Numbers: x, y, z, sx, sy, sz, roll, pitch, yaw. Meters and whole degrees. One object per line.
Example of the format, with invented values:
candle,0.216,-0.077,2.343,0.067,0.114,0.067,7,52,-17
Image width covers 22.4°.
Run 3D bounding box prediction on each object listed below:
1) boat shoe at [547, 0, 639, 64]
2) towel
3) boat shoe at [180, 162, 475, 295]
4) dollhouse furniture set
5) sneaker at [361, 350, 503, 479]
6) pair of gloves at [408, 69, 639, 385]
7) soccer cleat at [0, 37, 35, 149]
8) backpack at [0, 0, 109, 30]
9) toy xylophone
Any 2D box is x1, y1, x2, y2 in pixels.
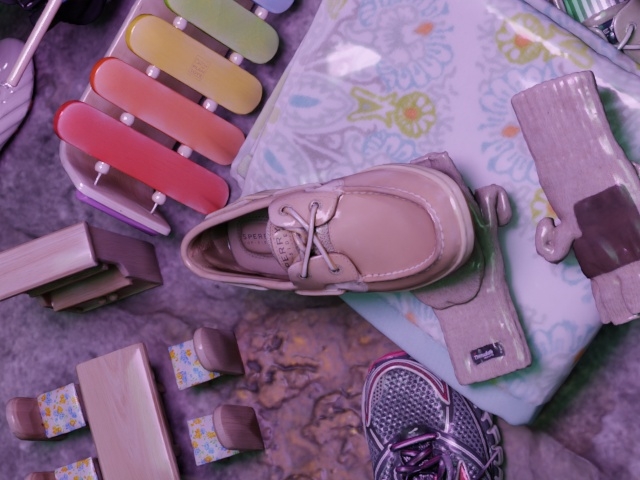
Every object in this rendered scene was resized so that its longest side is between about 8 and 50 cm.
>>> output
boat shoe,0.253,-0.178,1.429,0.109,0.094,0.302,-28,75,14
towel,0.118,-0.068,1.418,0.374,0.090,0.320,38,115,20
boat shoe,0.000,0.000,1.362,0.302,0.098,0.109,-2,103,48
dollhouse furniture set,-0.203,0.121,1.514,0.212,0.161,0.242,-20,77,16
sneaker,0.108,0.238,1.416,0.121,0.112,0.299,-21,76,16
pair of gloves,0.171,-0.008,1.326,0.240,0.042,0.204,-29,87,33
soccer cleat,-0.349,-0.116,1.643,0.068,0.076,0.196,24,91,21
backpack,-0.286,-0.364,1.583,0.263,0.213,0.276,28,91,11
toy xylophone,-0.152,-0.173,1.515,0.081,0.236,0.323,29,97,51
